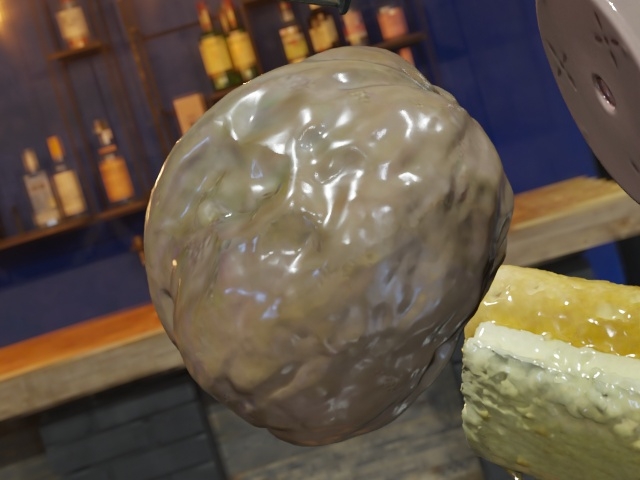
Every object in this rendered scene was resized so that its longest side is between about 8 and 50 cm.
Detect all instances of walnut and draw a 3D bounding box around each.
[{"bbox_3d":[0.001,0.002,0.890,0.273,0.273,0.227,-13,-23,32],"label":"walnut"}]

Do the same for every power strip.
[{"bbox_3d":[0.181,-0.094,0.696,0.078,0.154,0.154,-28,6,-3],"label":"power strip"}]

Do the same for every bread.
[{"bbox_3d":[0.316,0.160,1.203,0.375,0.237,0.165,12,54,17],"label":"bread"}]

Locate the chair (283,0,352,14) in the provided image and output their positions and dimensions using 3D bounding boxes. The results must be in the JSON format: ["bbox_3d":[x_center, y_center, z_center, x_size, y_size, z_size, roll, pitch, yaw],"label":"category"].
[{"bbox_3d":[0.023,-0.352,1.379,0.272,0.188,0.166,5,40,-10],"label":"chair"}]
